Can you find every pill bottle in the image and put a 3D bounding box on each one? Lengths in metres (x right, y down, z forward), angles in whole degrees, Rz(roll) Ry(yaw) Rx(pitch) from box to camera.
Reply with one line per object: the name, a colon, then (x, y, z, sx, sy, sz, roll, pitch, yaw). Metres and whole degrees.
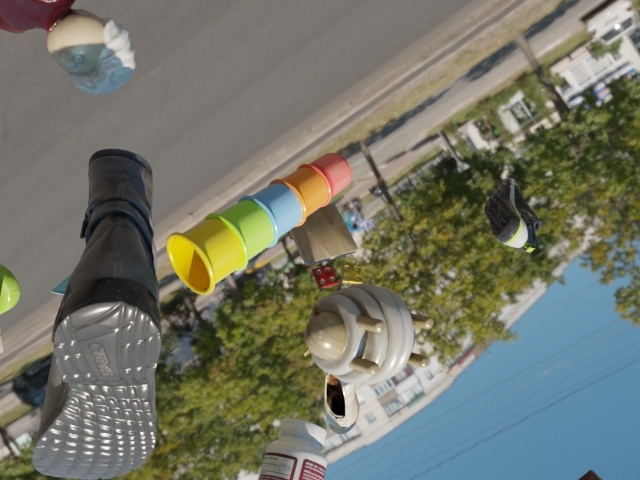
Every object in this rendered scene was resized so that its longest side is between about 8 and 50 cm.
pill bottle: (-0.040, 0.320, 0.808, 0.086, 0.086, 0.152, -33, -145, 55)

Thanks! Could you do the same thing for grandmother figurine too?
grandmother figurine: (-0.328, -0.275, 0.606, 0.207, 0.342, 0.104, -3, -123, 40)

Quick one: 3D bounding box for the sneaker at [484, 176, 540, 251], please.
sneaker: (0.410, -0.046, 1.290, 0.084, 0.097, 0.235, -54, -171, 35)

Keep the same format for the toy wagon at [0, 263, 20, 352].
toy wagon: (-0.474, 0.086, 0.563, 0.344, 0.068, 0.267, 4, -162, 15)

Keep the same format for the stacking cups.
stacking cups: (-0.077, -0.040, 0.905, 0.316, 0.096, 0.096, -37, -178, -39)

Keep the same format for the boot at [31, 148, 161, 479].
boot: (-0.221, 0.090, 0.650, 0.118, 0.223, 0.338, 11, 130, -23)

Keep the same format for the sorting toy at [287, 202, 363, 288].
sorting toy: (0.000, 0.000, 1.380, 0.132, 0.275, 0.046, -15, 153, -25)

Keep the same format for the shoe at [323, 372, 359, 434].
shoe: (0.031, 0.283, 1.127, 0.058, 0.076, 0.219, -33, 137, -43)

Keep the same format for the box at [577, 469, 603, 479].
box: (0.490, 0.668, 1.303, 0.381, 0.143, 0.191, -43, 144, 3)

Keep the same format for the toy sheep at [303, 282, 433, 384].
toy sheep: (0.040, 0.077, 0.505, 0.132, 0.091, 0.091, 9, 148, -42)

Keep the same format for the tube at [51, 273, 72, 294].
tube: (-0.420, 0.046, 1.194, 0.080, 0.052, 0.207, 8, -141, 26)
